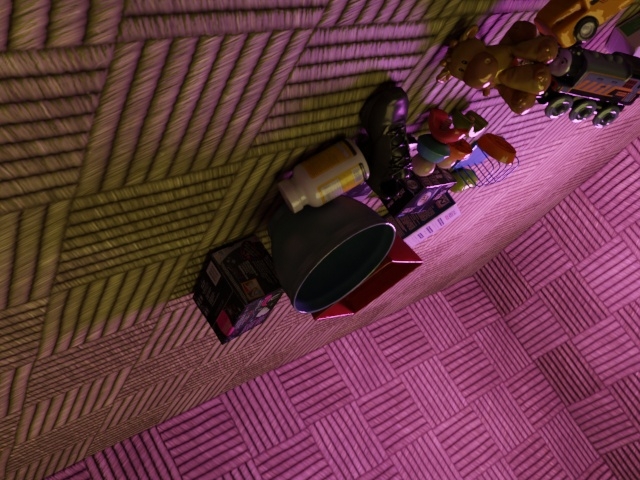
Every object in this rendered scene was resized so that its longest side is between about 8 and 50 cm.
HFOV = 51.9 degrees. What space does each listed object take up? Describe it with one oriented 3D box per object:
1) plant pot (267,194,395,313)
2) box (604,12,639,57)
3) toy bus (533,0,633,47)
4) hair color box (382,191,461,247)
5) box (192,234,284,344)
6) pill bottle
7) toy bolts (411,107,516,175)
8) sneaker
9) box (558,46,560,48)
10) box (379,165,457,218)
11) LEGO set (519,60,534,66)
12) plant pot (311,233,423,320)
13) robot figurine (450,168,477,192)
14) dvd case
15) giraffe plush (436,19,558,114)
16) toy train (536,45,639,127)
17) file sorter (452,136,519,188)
[{"bbox_3d":[0.000,0.000,1.533,0.293,0.196,0.293,-33,156,-17],"label":"plant pot"},{"bbox_3d":[0.854,-0.548,1.792,0.101,0.087,0.102,-32,163,-3],"label":"box"},{"bbox_3d":[0.567,-0.521,1.262,0.333,0.108,0.130,-35,126,9],"label":"toy bus"},{"bbox_3d":[0.280,-0.043,2.150,0.347,0.105,0.174,-35,163,9],"label":"hair color box"},{"bbox_3d":[-0.205,0.125,1.662,0.142,0.163,0.247,-25,162,-34],"label":"box"},{"bbox_3d":[0.005,-0.135,1.414,0.184,0.103,0.103,-30,163,-8],"label":"pill bottle"},{"bbox_3d":[0.333,-0.212,1.618,0.229,0.218,0.158,-5,135,-44],"label":"toy bolts"},{"bbox_3d":[0.152,-0.202,1.407,0.109,0.130,0.286,-23,149,-17],"label":"sneaker"},{"bbox_3d":[0.570,-0.501,1.522,0.116,0.029,0.162,-30,161,-9],"label":"box"},{"bbox_3d":[0.287,-0.147,1.922,0.180,0.077,0.147,-13,154,-48],"label":"box"},{"bbox_3d":[0.531,-0.442,1.625,0.083,0.023,0.054,-31,163,-5],"label":"LEGO set"},{"bbox_3d":[0.077,0.041,1.804,0.267,0.235,0.267,-39,161,21],"label":"plant pot"},{"bbox_3d":[0.451,-0.191,2.105,0.115,0.067,0.101,-21,-170,-35],"label":"robot figurine"},{"bbox_3d":[0.115,-0.169,1.642,0.179,0.029,0.238,-14,155,-48],"label":"dvd case"},{"bbox_3d":[0.335,-0.357,1.317,0.171,0.210,0.181,-2,113,-32],"label":"giraffe plush"},{"bbox_3d":[0.705,-0.414,1.733,0.334,0.142,0.190,4,140,-27],"label":"toy train"},{"bbox_3d":[0.514,-0.236,2.029,0.170,0.104,0.118,-15,155,-44],"label":"file sorter"}]
